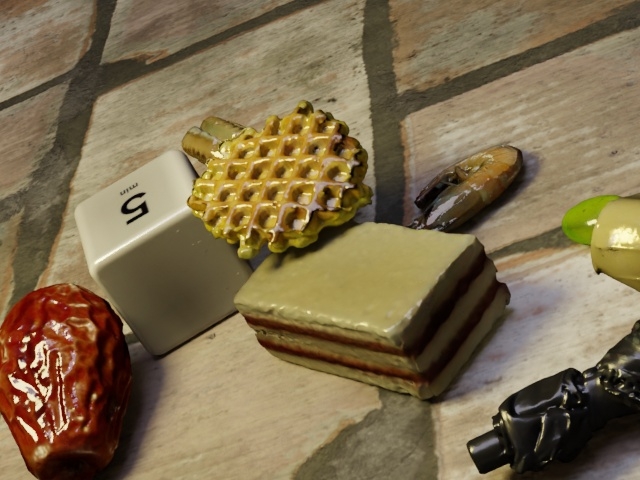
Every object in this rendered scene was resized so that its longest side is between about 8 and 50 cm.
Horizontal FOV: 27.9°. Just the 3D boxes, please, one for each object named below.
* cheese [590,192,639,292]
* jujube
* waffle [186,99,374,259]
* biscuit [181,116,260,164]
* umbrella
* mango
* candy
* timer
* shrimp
[{"bbox_3d":[0.457,0.016,1.351,0.316,0.128,0.259,16,18,31],"label":"cheese"},{"bbox_3d":[-0.348,0.191,1.767,0.197,0.197,0.290,-23,49,12],"label":"jujube"},{"bbox_3d":[-0.056,-0.081,1.726,0.238,0.059,0.243,-36,48,-4],"label":"waffle"},{"bbox_3d":[-0.081,-0.113,1.923,0.259,0.259,0.079,25,91,52],"label":"biscuit"},{"bbox_3d":[0.283,0.174,1.374,0.272,0.110,0.122,-29,33,10],"label":"umbrella"},{"bbox_3d":[0.349,-0.025,1.624,0.073,0.056,0.108,-45,23,-28],"label":"mango"},{"bbox_3d":[0.061,0.078,1.642,0.320,0.135,0.179,8,49,46],"label":"candy"},{"bbox_3d":[-0.226,0.015,1.891,0.194,0.192,0.195,-30,33,0],"label":"timer"},{"bbox_3d":[0.180,-0.056,1.809,0.251,0.052,0.143,-36,22,-22],"label":"shrimp"}]
